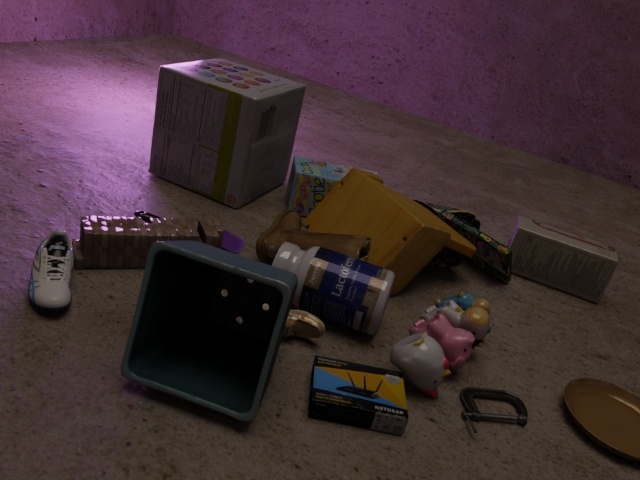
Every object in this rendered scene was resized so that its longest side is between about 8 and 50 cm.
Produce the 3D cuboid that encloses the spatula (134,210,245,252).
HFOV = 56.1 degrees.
[{"bbox_3d":[-0.342,-0.028,1.562,0.296,0.030,0.084,15,28,0],"label":"spatula"}]

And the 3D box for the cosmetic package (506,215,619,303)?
[{"bbox_3d":[0.716,0.053,1.816,0.296,0.153,0.129,22,25,11],"label":"cosmetic package"}]

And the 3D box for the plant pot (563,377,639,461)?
[{"bbox_3d":[0.621,0.377,1.257,0.236,0.032,0.236,11,27,-6],"label":"plant pot"}]

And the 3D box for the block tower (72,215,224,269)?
[{"bbox_3d":[-0.395,0.004,1.402,0.335,0.097,0.091,-1,29,-27],"label":"block tower"}]

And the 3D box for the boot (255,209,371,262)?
[{"bbox_3d":[0.000,0.000,1.544,0.269,0.089,0.236,4,30,19],"label":"boot"}]

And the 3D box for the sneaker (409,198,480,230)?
[{"bbox_3d":[0.359,-0.072,1.957,0.299,0.111,0.121,14,10,-4],"label":"sneaker"}]

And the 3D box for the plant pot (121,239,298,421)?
[{"bbox_3d":[-0.172,0.135,1.106,0.247,0.248,0.252,18,10,7],"label":"plant pot"}]

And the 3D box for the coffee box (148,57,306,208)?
[{"bbox_3d":[-0.290,-0.351,1.879,0.334,0.338,0.337,22,27,16],"label":"coffee box"}]

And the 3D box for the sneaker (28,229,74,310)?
[{"bbox_3d":[-0.546,0.059,1.225,0.085,0.086,0.237,4,29,-25],"label":"sneaker"}]

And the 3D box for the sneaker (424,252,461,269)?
[{"bbox_3d":[0.333,0.057,1.731,0.135,0.052,0.058,3,1,0],"label":"sneaker"}]

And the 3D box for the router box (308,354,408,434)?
[{"bbox_3d":[0.069,0.288,1.131,0.178,0.046,0.133,12,26,-4],"label":"router box"}]

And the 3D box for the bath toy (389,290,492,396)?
[{"bbox_3d":[0.274,0.219,1.300,0.151,0.129,0.348,-23,2,34],"label":"bath toy"}]

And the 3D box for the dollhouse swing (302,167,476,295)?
[{"bbox_3d":[0.197,0.007,1.680,0.305,0.315,0.347,40,4,-43],"label":"dollhouse swing"}]

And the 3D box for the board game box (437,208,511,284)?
[{"bbox_3d":[0.453,0.016,1.779,0.030,0.136,0.259,-38,48,-17],"label":"board game box"}]

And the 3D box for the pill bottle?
[{"bbox_3d":[0.023,0.102,1.357,0.264,0.153,0.153,18,26,9],"label":"pill bottle"}]

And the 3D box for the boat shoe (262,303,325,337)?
[{"bbox_3d":[-0.076,0.177,1.266,0.170,0.063,0.059,13,27,18],"label":"boat shoe"}]

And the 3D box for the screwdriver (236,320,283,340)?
[{"bbox_3d":[-0.159,0.183,1.260,0.169,0.024,0.025,24,56,5],"label":"screwdriver"}]

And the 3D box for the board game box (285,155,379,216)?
[{"bbox_3d":[0.039,-0.150,1.875,0.275,0.142,0.144,10,27,-10],"label":"board game box"}]

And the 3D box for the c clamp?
[{"bbox_3d":[0.348,0.342,1.203,0.160,0.022,0.137,5,22,-16],"label":"c clamp"}]
